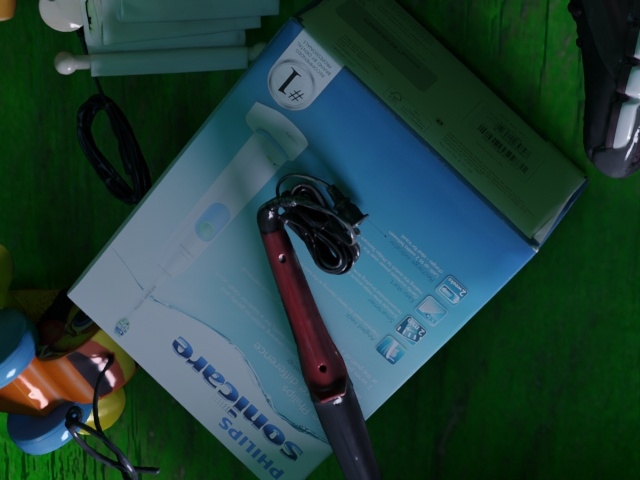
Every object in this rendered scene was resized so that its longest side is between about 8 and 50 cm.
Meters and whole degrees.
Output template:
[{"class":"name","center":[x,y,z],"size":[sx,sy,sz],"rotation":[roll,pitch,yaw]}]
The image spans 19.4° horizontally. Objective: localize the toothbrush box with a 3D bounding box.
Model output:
[{"class":"toothbrush box","center":[0.000,0.000,1.282],"size":[0.216,0.126,0.295],"rotation":[43,123,2]}]

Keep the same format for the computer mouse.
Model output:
[{"class":"computer mouse","center":[-0.155,-0.143,1.323],"size":[0.071,0.041,0.242],"rotation":[-10,95,44]}]

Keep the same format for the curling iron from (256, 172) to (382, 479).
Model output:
[{"class":"curling iron","center":[0.014,0.086,1.220],"size":[0.068,0.035,0.274],"rotation":[-1,114,26]}]

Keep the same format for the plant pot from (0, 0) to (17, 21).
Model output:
[{"class":"plant pot","center":[-0.298,-0.262,1.285],"size":[0.205,0.205,0.188],"rotation":[15,103,20]}]

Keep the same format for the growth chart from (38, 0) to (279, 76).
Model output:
[{"class":"growth chart","center":[-0.098,-0.217,1.241],"size":[0.172,0.021,0.237],"rotation":[5,112,-6]}]

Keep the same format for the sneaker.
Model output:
[{"class":"sneaker","center":[0.165,-0.190,1.142],"size":[0.162,0.106,0.281],"rotation":[20,109,23]}]

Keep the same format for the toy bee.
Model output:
[{"class":"toy bee","center":[-0.187,0.084,1.421],"size":[0.298,0.162,0.195],"rotation":[25,153,29]}]
